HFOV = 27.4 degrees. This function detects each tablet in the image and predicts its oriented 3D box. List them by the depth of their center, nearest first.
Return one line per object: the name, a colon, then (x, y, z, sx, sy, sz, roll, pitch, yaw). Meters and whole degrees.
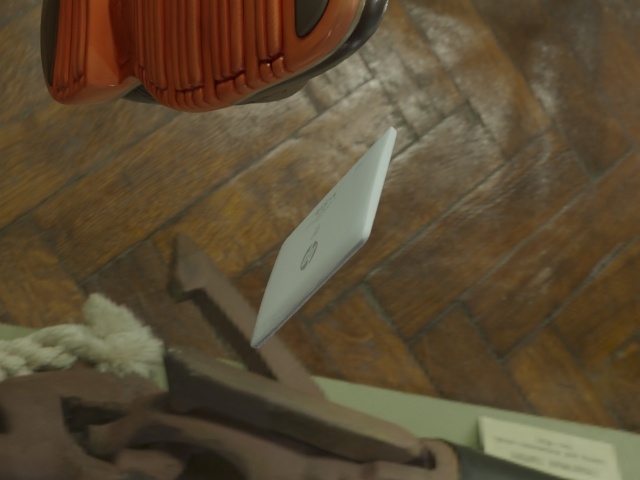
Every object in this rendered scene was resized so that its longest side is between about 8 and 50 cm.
tablet: (0.000, 0.000, 0.463, 0.006, 0.083, 0.054, 28, 49, -13)

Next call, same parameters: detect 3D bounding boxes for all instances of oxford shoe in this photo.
oxford shoe: (-0.045, -0.134, 0.728, 0.133, 0.364, 0.130, 1, 95, -28)
